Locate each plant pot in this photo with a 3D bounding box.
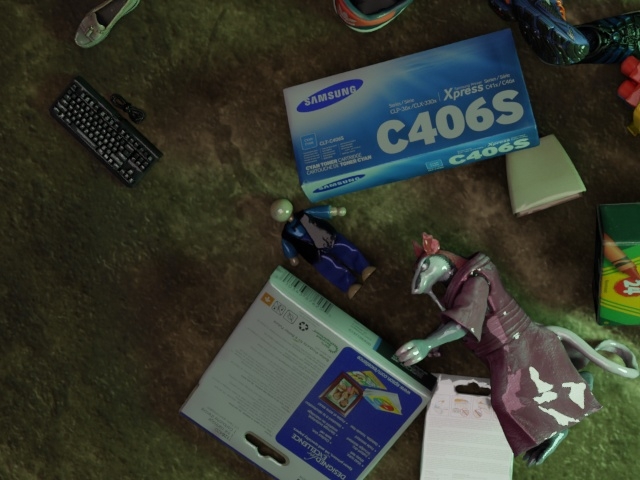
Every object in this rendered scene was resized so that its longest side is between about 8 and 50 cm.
[{"bbox_3d":[0.323,-0.098,1.819,0.109,0.109,0.096,-18,85,10],"label":"plant pot"}]

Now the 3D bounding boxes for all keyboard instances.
[{"bbox_3d":[-0.328,-0.177,1.921,0.180,0.023,0.108,43,102,-3],"label":"keyboard"}]

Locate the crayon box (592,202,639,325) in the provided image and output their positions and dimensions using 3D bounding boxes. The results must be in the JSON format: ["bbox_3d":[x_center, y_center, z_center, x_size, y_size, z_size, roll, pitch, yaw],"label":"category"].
[{"bbox_3d":[0.557,0.030,1.768,0.319,0.081,0.202,-4,140,8],"label":"crayon box"}]

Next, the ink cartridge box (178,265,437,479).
[{"bbox_3d":[-0.023,0.240,1.922,0.304,0.072,0.307,35,123,-1],"label":"ink cartridge box"}]

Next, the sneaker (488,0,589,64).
[{"bbox_3d":[0.314,-0.332,1.742,0.087,0.083,0.221,-31,53,-4],"label":"sneaker"}]

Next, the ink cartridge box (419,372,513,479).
[{"bbox_3d":[0.233,0.304,1.941,0.145,0.045,0.179,5,82,7],"label":"ink cartridge box"}]

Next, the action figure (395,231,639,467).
[{"bbox_3d":[0.265,0.131,1.792,0.276,0.248,0.370,-33,98,10],"label":"action figure"}]

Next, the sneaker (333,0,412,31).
[{"bbox_3d":[0.151,-0.437,1.752,0.131,0.148,0.350,39,102,-1],"label":"sneaker"}]

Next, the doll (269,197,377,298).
[{"bbox_3d":[0.000,0.000,1.901,0.189,0.046,0.129,40,112,5],"label":"doll"}]

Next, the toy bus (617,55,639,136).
[{"bbox_3d":[0.503,-0.179,1.728,0.211,0.220,0.149,41,99,5],"label":"toy bus"}]

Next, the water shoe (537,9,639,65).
[{"bbox_3d":[0.414,-0.285,1.782,0.203,0.080,0.072,-11,100,9],"label":"water shoe"}]

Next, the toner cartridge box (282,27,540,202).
[{"bbox_3d":[0.130,-0.181,1.804,0.348,0.075,0.165,-14,67,9],"label":"toner cartridge box"}]

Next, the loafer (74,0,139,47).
[{"bbox_3d":[-0.331,-0.342,1.882,0.125,0.039,0.045,-39,94,12],"label":"loafer"}]
